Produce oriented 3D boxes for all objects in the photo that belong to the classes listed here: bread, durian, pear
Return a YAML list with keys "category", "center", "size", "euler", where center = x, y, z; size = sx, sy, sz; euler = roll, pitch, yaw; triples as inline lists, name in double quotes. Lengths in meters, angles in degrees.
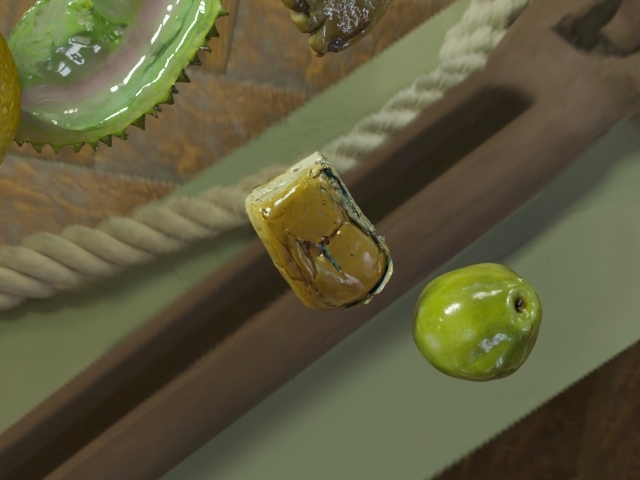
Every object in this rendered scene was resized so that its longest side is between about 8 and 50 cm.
- category: "bread"
  center: [0.001, -0.334, 1.953]
  size: [0.134, 0.081, 0.225]
  euler: [-31, 127, -3]
- category: "bread"
  center: [0.000, 0.000, 1.084]
  size: [0.072, 0.053, 0.106]
  euler: [-30, 117, 7]
- category: "durian"
  center: [-0.200, -0.239, 1.627]
  size: [0.169, 0.157, 0.356]
  euler: [26, 92, -43]
- category: "pear"
  center: [0.109, 0.060, 1.139]
  size: [0.092, 0.097, 0.092]
  euler: [6, 78, -33]

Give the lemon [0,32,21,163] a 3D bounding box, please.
- category: "lemon"
  center: [-0.390, -0.138, 1.479]
  size: [0.228, 0.228, 0.253]
  euler: [-39, 104, -4]
